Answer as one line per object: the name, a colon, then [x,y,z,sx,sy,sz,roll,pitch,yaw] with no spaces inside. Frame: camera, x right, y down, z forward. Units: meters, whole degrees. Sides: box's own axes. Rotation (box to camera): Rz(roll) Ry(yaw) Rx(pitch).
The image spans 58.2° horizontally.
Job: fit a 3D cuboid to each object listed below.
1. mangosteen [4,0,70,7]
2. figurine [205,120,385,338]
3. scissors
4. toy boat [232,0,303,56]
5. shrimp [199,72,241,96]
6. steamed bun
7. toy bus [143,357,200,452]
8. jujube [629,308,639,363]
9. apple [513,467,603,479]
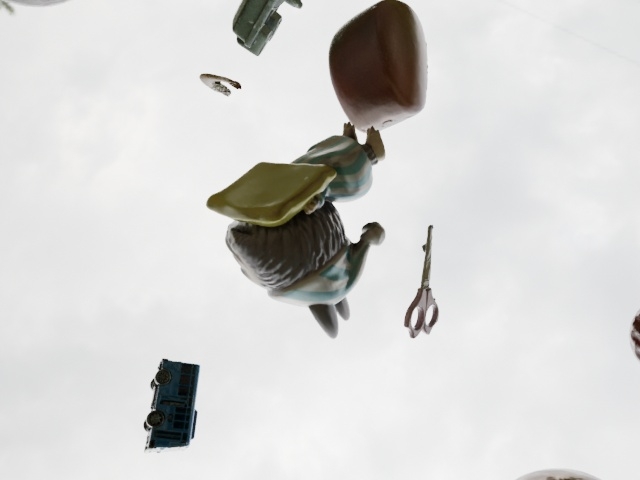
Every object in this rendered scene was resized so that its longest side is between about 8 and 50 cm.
mangosteen: [-0.357,-0.407,0.711,0.211,0.211,0.250,-3,-149,4]
figurine: [0.000,0.000,1.222,0.361,0.377,0.266,-32,-148,-16]
scissors: [0.193,0.076,1.071,0.021,0.110,0.212,6,-85,41]
toy boat: [-0.040,-0.445,0.919,0.092,0.319,0.141,33,-136,-12]
shrimp: [-0.191,-0.311,1.160,0.083,0.114,0.023,11,-93,20]
steamed bun: [0.161,-0.505,1.619,0.235,0.248,0.379,-18,-127,41]
toy bus: [-0.313,0.353,1.215,0.106,0.090,0.184,13,-119,-19]
jujube: [0.551,0.165,0.830,0.155,0.155,0.230,-1,-156,5]
apple: [0.432,0.538,0.992,0.235,0.305,0.305,-16,-126,7]
